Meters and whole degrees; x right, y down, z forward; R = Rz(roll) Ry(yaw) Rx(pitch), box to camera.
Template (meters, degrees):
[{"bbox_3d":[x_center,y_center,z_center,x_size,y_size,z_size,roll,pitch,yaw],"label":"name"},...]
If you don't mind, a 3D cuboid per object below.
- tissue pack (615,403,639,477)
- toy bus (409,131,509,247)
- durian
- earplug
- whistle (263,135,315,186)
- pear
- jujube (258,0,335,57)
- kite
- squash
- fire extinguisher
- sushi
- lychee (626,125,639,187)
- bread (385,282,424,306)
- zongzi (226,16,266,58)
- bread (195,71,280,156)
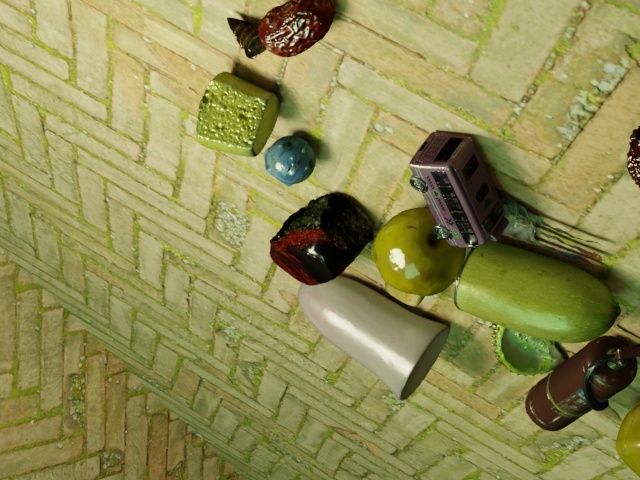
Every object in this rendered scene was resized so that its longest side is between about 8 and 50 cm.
[{"bbox_3d":[0.607,0.372,1.936,0.178,0.123,0.127,40,151,-16],"label":"tissue pack"},{"bbox_3d":[0.208,-0.071,1.638,0.098,0.087,0.178,8,140,41],"label":"toy bus"},{"bbox_3d":[0.355,0.170,1.962,0.100,0.086,0.215,-32,121,27],"label":"durian"},{"bbox_3d":[0.083,0.163,2.168,0.301,0.172,0.172,32,156,17],"label":"earplug"},{"bbox_3d":[-0.051,-0.142,1.865,0.090,0.090,0.158,42,-167,-19],"label":"whistle"},{"bbox_3d":[0.162,0.021,1.806,0.149,0.149,0.162,35,152,-4],"label":"pear"},{"bbox_3d":[-0.030,-0.304,1.535,0.077,0.077,0.129,43,143,-19],"label":"jujube"},{"bbox_3d":[0.322,-0.021,1.689,0.245,0.015,0.141,27,156,23],"label":"kite"},{"bbox_3d":[0.346,0.091,1.725,0.247,0.132,0.132,20,152,30],"label":"squash"},{"bbox_3d":[0.473,0.242,1.896,0.341,0.141,0.105,118,136,-63],"label":"fire extinguisher"},{"bbox_3d":[0.000,0.000,2.001,0.136,0.126,0.225,37,161,-12],"label":"sushi"},{"bbox_3d":[0.426,-0.104,1.282,0.129,0.123,0.123,19,153,16],"label":"lychee"},{"bbox_3d":[0.162,0.066,1.997,0.082,0.056,0.115,25,148,16],"label":"bread"},{"bbox_3d":[-0.099,-0.301,1.661,0.083,0.067,0.073,40,175,34],"label":"zongzi"},{"bbox_3d":[-0.135,-0.202,1.792,0.114,0.129,0.111,20,-169,16],"label":"bread"}]
